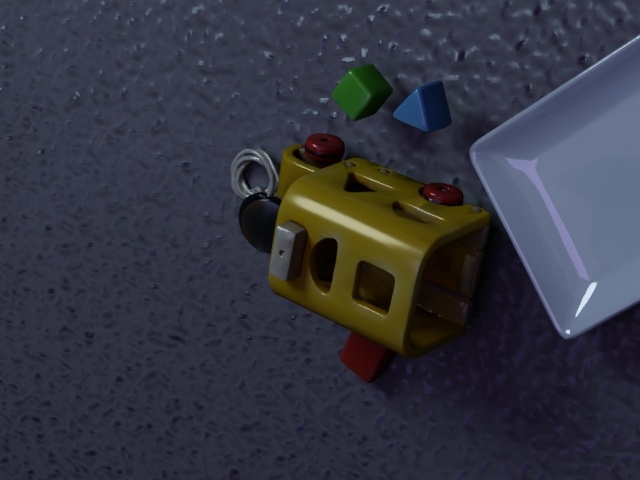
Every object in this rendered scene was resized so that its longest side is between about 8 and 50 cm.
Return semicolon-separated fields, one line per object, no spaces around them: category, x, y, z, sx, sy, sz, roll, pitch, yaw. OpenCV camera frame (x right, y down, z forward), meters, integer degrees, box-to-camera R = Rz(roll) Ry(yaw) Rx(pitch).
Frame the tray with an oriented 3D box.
tray;0.228;-0.060;1.056;0.270;0.030;0.145;-33;75;32

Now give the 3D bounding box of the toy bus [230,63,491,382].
toy bus;0.010;-0.001;1.149;0.202;0.104;0.191;-31;84;39
